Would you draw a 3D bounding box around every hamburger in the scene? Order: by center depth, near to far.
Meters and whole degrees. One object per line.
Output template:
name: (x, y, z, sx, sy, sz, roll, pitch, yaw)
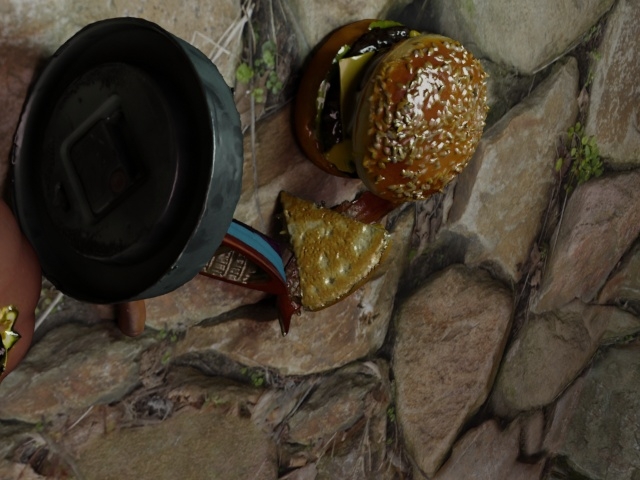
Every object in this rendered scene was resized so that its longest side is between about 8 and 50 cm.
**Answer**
hamburger: (0.120, -0.203, 1.339, 0.291, 0.225, 0.291, -25, 128, -36)

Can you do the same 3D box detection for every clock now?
clock: (-0.215, -0.083, 0.937, 0.061, 0.313, 0.312, 4, 107, -56)

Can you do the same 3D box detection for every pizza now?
pizza: (0.000, 0.000, 1.375, 0.188, 0.199, 0.062, -37, 171, -3)

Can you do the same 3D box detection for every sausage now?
sausage: (-0.264, 0.068, 1.165, 0.176, 0.047, 0.040, 91, 18, -46)

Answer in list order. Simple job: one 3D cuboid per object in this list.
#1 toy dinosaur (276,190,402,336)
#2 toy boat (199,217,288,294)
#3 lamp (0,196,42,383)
toy dinosaur: (0.030, 0.028, 1.459, 0.327, 0.113, 0.206, -25, 124, -36)
toy boat: (-0.165, 0.003, 1.216, 0.392, 0.136, 0.079, 23, 61, -52)
lamp: (-0.413, 0.073, 0.843, 0.305, 0.240, 0.305, -29, 132, -38)
